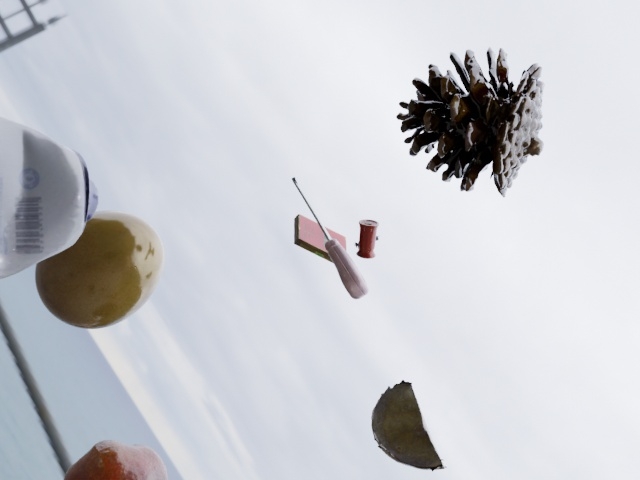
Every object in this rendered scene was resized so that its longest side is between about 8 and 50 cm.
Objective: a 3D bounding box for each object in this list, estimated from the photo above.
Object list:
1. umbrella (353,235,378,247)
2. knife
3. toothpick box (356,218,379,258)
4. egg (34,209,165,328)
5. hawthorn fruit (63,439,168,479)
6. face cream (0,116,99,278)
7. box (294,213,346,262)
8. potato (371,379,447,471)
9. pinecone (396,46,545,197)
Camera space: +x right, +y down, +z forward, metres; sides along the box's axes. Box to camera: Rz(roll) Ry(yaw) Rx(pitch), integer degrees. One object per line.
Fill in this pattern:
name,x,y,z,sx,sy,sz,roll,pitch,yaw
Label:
umbrella,0.124,0.001,2.193,0.083,0.031,0.020,-28,-109,34
knife,0.020,-0.010,1.774,0.336,0.043,0.081,63,6,35
toothpick box,0.105,-0.002,1.867,0.047,0.047,0.083,34,-55,54
egg,-0.484,0.061,1.840,0.322,0.250,0.250,-28,-84,34
hawthorn fruit,-0.427,0.559,1.794,0.261,0.224,0.224,45,-20,48
face cream,-0.462,-0.057,1.047,0.137,0.420,0.235,0,-89,36
box,0.000,0.000,1.889,0.133,0.023,0.090,27,37,-20
potato,0.203,0.476,2.012,0.098,0.138,0.243,67,3,-51
pinecone,0.256,-0.208,1.420,0.264,0.264,0.264,51,-17,22
